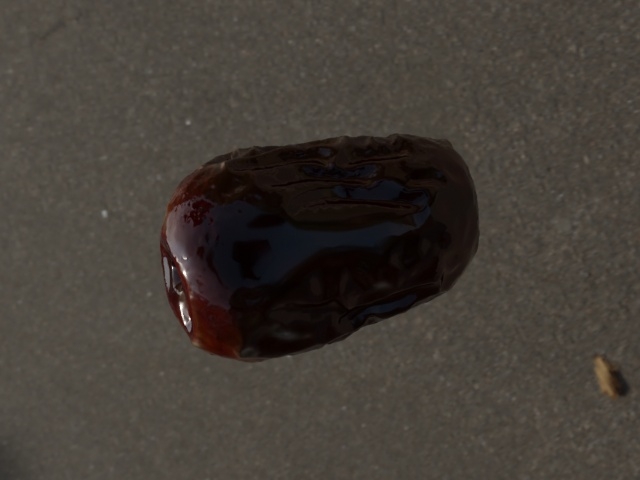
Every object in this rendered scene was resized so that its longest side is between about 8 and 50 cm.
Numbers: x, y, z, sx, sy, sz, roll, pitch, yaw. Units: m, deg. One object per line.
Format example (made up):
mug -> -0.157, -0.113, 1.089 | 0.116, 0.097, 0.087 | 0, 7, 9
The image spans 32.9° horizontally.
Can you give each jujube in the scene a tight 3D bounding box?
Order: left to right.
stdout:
jujube -> 0.000, 0.000, 0.767 | 0.155, 0.230, 0.155 | 169, 90, -86
